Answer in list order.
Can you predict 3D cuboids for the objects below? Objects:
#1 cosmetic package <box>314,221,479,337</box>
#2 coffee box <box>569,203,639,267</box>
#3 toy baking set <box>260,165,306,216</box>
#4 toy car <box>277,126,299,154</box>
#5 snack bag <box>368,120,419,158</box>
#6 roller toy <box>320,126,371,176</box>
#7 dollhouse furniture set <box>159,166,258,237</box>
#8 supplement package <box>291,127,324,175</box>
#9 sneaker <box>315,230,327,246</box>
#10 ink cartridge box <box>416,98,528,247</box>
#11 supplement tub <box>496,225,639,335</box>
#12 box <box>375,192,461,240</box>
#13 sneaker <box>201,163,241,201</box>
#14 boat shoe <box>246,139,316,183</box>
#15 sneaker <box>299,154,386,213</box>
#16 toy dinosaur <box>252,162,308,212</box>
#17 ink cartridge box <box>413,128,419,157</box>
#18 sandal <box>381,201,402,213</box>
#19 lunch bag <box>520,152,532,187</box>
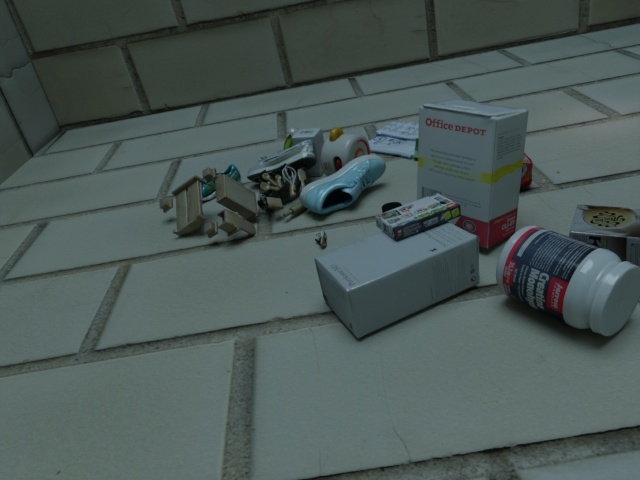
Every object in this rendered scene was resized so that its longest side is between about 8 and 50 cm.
[{"bbox_3d":[0.203,0.081,1.439,0.385,0.156,0.217,-21,29,-18],"label":"cosmetic package"},{"bbox_3d":[0.817,0.002,1.403,0.297,0.119,0.168,8,34,30],"label":"coffee box"},{"bbox_3d":[-0.114,-0.192,2.023,0.256,0.197,0.030,-24,-13,-42],"label":"toy baking set"},{"bbox_3d":[-0.102,-0.415,2.436,0.136,0.159,0.182,14,18,-28],"label":"toy car"},{"bbox_3d":[0.375,-0.465,2.440,0.323,0.037,0.342,17,41,39],"label":"snack bag"},{"bbox_3d":[0.096,-0.333,2.149,0.146,0.191,0.209,11,-8,35],"label":"roller toy"},{"bbox_3d":[-0.423,-0.077,2.024,0.355,0.174,0.303,-28,54,26],"label":"dollhouse furniture set"},{"bbox_3d":[-0.043,-0.373,2.278,0.105,0.179,0.105,1,32,21],"label":"supplement package"},{"bbox_3d":[0.000,0.000,1.784,0.037,0.032,0.083,-20,23,12],"label":"sneaker"},{"bbox_3d":[0.443,-0.210,1.612,0.160,0.385,0.279,-20,30,-33],"label":"ink cartridge box"},{"bbox_3d":[0.575,0.089,1.265,0.191,0.191,0.272,-27,33,-26],"label":"supplement tub"},{"bbox_3d":[0.269,-0.068,1.489,0.207,0.036,0.114,-20,29,-15],"label":"box"},{"bbox_3d":[-0.468,-0.242,2.272,0.275,0.110,0.107,-25,33,-21],"label":"sneaker"},{"bbox_3d":[-0.164,-0.320,2.226,0.320,0.118,0.103,-18,64,28],"label":"boat shoe"},{"bbox_3d":[0.112,-0.190,1.984,0.366,0.135,0.150,-31,42,-15],"label":"sneaker"},{"bbox_3d":[-0.161,-0.204,2.102,0.313,0.160,0.121,-26,-3,-46],"label":"toy dinosaur"},{"bbox_3d":[0.460,-0.425,2.269,0.109,0.062,0.209,10,43,12],"label":"ink cartridge box"},{"bbox_3d":[0.253,-0.073,1.790,0.097,0.054,0.254,-14,30,-4],"label":"sandal"},{"bbox_3d":[0.583,-0.260,1.932,0.293,0.120,0.258,-10,29,3],"label":"lunch bag"}]
